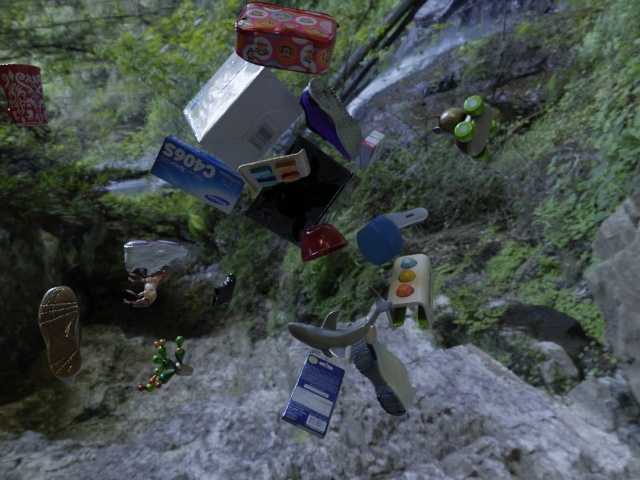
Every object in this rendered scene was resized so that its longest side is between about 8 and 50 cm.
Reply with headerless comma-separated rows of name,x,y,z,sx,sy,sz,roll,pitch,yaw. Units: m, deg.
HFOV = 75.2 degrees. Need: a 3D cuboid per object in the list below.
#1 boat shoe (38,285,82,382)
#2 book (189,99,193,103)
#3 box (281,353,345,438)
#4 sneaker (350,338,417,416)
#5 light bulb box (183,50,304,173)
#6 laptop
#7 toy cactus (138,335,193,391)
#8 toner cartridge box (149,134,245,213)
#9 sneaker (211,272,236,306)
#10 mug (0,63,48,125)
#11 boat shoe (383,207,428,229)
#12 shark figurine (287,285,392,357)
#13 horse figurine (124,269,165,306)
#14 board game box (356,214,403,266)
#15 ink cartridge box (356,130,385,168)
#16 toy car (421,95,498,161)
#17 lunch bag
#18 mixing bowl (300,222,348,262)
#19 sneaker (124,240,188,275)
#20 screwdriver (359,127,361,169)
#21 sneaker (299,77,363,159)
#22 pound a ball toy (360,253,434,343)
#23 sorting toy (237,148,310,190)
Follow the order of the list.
boat shoe,-0.909,0.332,1.469,0.342,0.123,0.123,64,146,23
book,-0.512,-0.620,1.871,0.035,0.144,0.096,42,162,24
box,-0.016,0.472,1.279,0.225,0.136,0.037,-63,-4,-45
sneaker,0.203,0.410,1.348,0.111,0.129,0.297,-35,80,44
light bulb box,-0.307,-0.501,1.603,0.225,0.358,0.361,38,-170,-41
laptop,-0.051,-0.190,1.768,0.236,0.382,0.408,39,-168,9
toy cactus,-0.545,0.456,1.509,0.180,0.112,0.219,43,-117,-46
toner cartridge box,-0.484,-0.263,1.673,0.165,0.347,0.075,-58,14,18
sneaker,-0.430,0.216,1.843,0.089,0.051,0.171,32,-122,-47
mug,-0.933,-0.444,1.286,0.113,0.150,0.170,-133,37,-75
boat shoe,0.363,-0.082,1.827,0.076,0.228,0.080,90,157,-51
shark figurine,0.071,0.248,1.080,0.116,0.277,0.166,-100,-13,-68
horse figurine,-0.902,0.251,2.135,0.066,0.174,0.264,-58,31,36
board game box,0.194,0.000,1.314,0.168,0.033,0.133,-40,77,41
ink cartridge box,0.224,-0.402,1.835,0.150,0.063,0.109,-50,-20,-44
toy car,0.388,-0.324,1.203,0.188,0.155,0.149,18,85,41
lunch bag,-0.095,-0.618,1.249,0.120,0.292,0.258,101,178,-47
mixing bowl,0.000,0.000,1.465,0.181,0.181,0.098,122,126,-77
sneaker,-0.733,0.077,1.850,0.305,0.114,0.152,0,-83,-55
screwdriver,0.149,-0.348,1.590,0.025,0.024,0.170,-118,16,-48
sneaker,0.027,-0.396,1.430,0.146,0.102,0.294,-24,100,53
pound a ball toy,0.247,0.172,1.334,0.319,0.207,0.136,-61,-44,-57
sorting toy,-0.135,-0.209,1.289,0.193,0.208,0.038,65,-171,-79
